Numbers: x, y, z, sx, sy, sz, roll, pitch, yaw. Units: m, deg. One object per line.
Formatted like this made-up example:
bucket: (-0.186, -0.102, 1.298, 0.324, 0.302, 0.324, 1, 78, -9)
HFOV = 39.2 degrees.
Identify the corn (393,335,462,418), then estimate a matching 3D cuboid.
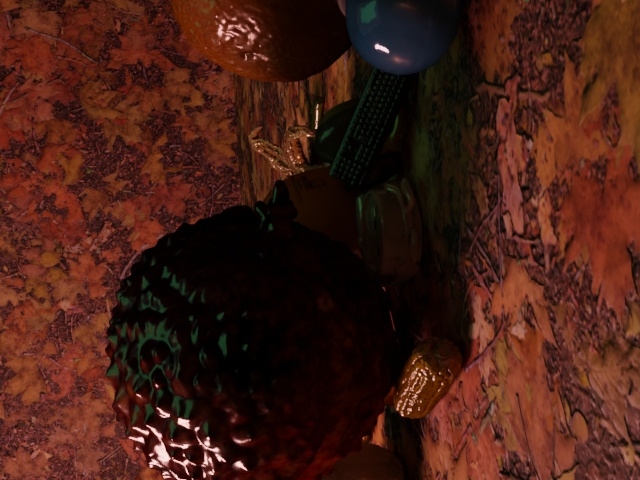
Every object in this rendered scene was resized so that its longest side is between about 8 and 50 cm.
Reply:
corn: (0.140, 0.187, 1.210, 0.207, 0.068, 0.068, 107, 157, -60)

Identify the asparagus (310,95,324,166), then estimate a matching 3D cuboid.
asparagus: (-0.011, -0.197, 1.933, 0.024, 0.025, 0.248, 27, 133, 26)

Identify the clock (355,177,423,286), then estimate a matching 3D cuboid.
clock: (0.104, -0.015, 1.332, 0.191, 0.062, 0.151, 134, 131, -74)

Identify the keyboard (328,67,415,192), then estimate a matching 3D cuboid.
keyboard: (0.074, -0.169, 1.282, 0.010, 0.064, 0.198, -18, -45, -64)

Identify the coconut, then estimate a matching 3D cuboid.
coconut: (0.029, 0.461, 1.459, 0.239, 0.239, 0.244, -159, 71, -78)

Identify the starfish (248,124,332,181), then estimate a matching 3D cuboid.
starfish: (-0.042, -0.129, 1.944, 0.299, 0.060, 0.302, 26, 136, 44)

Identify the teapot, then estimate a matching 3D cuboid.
teapot: (0.069, -0.152, 1.353, 0.166, 0.130, 0.119, -37, 68, 39)

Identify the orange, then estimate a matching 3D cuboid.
orange: (-0.068, -0.433, 1.403, 0.322, 0.322, 0.357, 129, 158, -74)

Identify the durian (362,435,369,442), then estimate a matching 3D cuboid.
durian: (0.026, 0.242, 1.631, 0.196, 0.185, 0.305, -27, 70, 59)

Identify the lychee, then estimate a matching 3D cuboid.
lychee: (-0.094, 0.143, 1.292, 0.424, 0.425, 0.500, -112, 36, -56)

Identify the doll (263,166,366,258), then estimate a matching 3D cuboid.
doll: (0.000, 0.000, 1.549, 0.213, 0.213, 0.236, -114, 8, -59)

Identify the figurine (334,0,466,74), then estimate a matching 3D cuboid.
figurine: (0.071, -0.389, 1.082, 0.416, 0.243, 0.298, 58, 147, 23)

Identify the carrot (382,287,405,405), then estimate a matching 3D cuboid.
carrot: (0.102, 0.158, 1.440, 0.061, 0.061, 0.209, 100, 166, -51)
